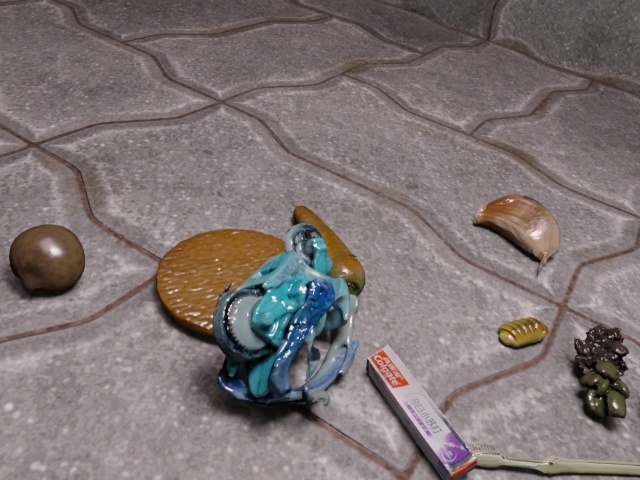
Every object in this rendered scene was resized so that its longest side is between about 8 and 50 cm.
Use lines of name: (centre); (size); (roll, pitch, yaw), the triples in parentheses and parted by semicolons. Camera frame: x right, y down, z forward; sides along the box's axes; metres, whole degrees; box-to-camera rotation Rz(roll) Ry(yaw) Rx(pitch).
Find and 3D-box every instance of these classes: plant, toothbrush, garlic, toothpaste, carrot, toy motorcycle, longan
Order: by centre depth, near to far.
toothbrush: (0.330, 0.295, 0.717); (0.295, 0.026, 0.028); (8, 21, -3)
toothpaste: (0.128, 0.229, 0.729); (0.047, 0.040, 0.196); (-29, 47, -10)
toy motorcycle: (-0.032, 0.109, 0.750); (0.154, 0.206, 0.260); (-20, 18, 39)
longan: (-0.414, 0.029, 0.826); (0.114, 0.092, 0.113); (12, 57, -19)
plant: (0.431, 0.198, 0.832); (0.087, 0.085, 0.174); (39, 42, -8)
carrot: (0.000, 0.000, 0.996); (0.078, 0.078, 0.298); (-5, 35, -21)
garlic: (0.425, -0.017, 1.127); (0.129, 0.090, 0.198); (-24, 53, -18)

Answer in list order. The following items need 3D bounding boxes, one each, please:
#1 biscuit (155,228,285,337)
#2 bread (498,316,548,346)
biscuit: (-0.134, 0.067, 0.891); (0.262, 0.037, 0.262); (7, 36, -5)
bread: (0.337, 0.150, 0.907); (0.088, 0.033, 0.049); (-7, 34, -22)
